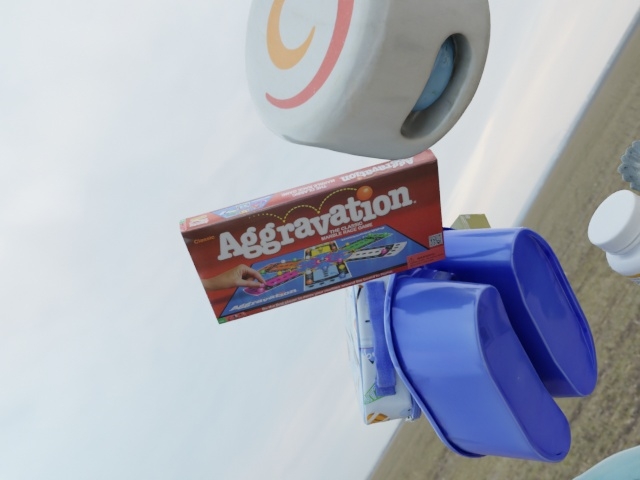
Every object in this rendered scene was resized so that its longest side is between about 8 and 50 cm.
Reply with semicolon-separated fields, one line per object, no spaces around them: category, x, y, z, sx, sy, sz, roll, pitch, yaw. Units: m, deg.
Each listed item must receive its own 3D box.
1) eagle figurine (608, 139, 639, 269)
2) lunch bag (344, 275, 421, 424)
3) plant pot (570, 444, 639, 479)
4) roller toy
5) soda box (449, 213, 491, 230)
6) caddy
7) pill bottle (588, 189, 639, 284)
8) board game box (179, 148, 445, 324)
eagle figurine;0.637;-0.048;1.044;0.226;0.298;0.225;-47;-43;-49
lunch bag;0.100;0.145;1.038;0.243;0.114;0.304;83;180;-88
plant pot;0.645;0.510;1.216;0.255;0.271;0.271;-50;-10;19
roller toy;0.037;-0.167;0.543;0.146;0.209;0.191;4;-100;-36
soda box;0.289;0.042;1.140;0.058;0.181;0.061;-3;-33;-22
caddy;0.218;0.138;0.855;0.179;0.341;0.241;-7;32;49
pill bottle;0.478;0.018;0.867;0.117;0.214;0.117;-59;9;16
board game box;0.000;0.000;0.718;0.027;0.281;0.145;-110;5;-52
